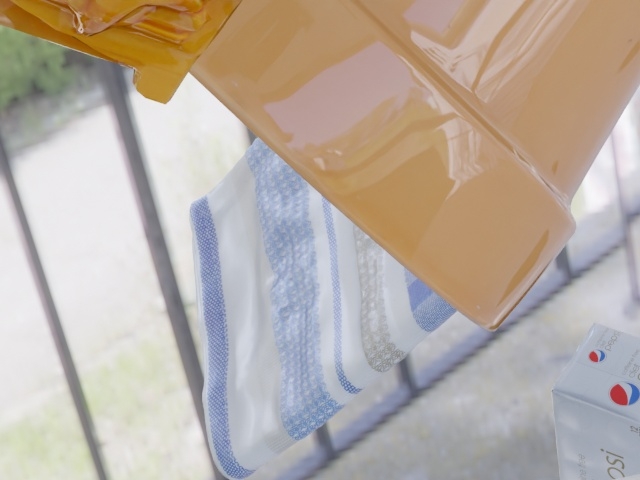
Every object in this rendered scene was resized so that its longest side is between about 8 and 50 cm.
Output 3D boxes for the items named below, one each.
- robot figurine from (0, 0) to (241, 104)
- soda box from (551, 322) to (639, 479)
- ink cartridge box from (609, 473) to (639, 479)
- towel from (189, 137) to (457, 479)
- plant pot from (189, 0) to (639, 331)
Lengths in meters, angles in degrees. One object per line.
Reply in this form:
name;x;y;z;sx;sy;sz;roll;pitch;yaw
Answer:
robot figurine;-0.021;-0.151;0.227;0.211;0.291;0.085;15;41;-27
soda box;0.213;0.159;1.351;0.074;0.216;0.069;19;53;27
ink cartridge box;0.134;0.186;0.589;0.172;0.100;0.237;-16;40;24
towel;0.000;0.000;1.157;0.034;0.285;0.209;11;57;-29
plant pot;0.035;-0.131;0.831;0.203;0.291;0.291;-47;35;5
